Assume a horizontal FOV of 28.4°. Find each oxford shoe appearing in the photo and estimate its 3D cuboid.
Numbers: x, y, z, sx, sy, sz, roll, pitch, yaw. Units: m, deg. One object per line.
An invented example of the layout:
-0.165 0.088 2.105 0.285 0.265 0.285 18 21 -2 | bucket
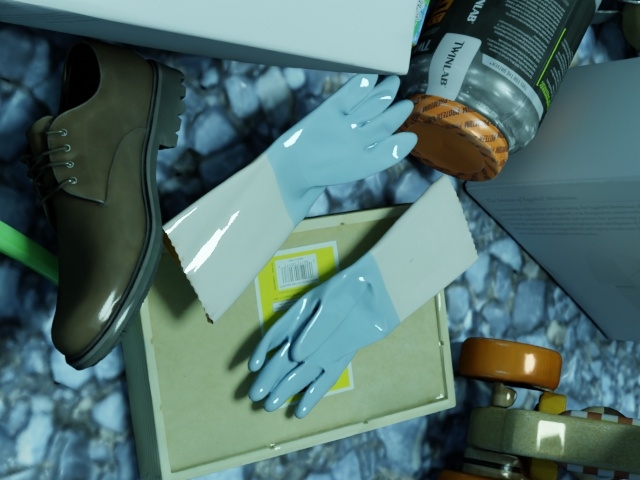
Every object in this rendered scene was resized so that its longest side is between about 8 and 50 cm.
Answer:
-0.151 -0.028 0.794 0.096 0.083 0.227 26 51 -35 | oxford shoe

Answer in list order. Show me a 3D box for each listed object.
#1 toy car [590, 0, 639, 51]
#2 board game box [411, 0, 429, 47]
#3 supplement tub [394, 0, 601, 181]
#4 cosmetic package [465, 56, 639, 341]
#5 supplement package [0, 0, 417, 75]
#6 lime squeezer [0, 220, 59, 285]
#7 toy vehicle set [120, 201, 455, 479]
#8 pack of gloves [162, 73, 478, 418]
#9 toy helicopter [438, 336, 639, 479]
0.312 -0.174 1.104 0.188 0.155 0.149 12 82 -25 | toy car
0.031 -0.250 0.963 0.141 0.048 0.170 25 76 -30 | board game box
0.137 -0.149 0.994 0.117 0.117 0.190 39 68 -28 | supplement tub
0.284 -0.029 1.030 0.224 0.224 0.138 42 68 -28 | cosmetic package
-0.096 -0.204 0.742 0.293 0.175 0.177 4 95 -41 | supplement package
-0.222 -0.073 0.781 0.110 0.059 0.310 -29 105 -31 | lime squeezer
-0.019 0.068 0.933 0.267 0.035 0.166 -9 95 -35 | toy vehicle set
0.000 0.000 0.910 0.232 0.046 0.195 -40 124 -27 | pack of gloves
0.251 0.160 0.927 0.235 0.355 0.140 14 81 -17 | toy helicopter
